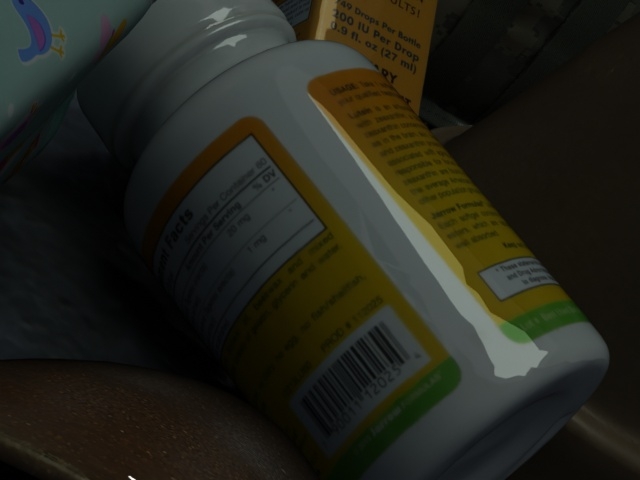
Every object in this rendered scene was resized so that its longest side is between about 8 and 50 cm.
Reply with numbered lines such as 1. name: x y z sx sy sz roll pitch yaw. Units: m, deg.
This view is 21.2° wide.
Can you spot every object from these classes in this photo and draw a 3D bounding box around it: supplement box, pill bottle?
1. supplement box: 0.015 -0.143 0.925 0.078 0.080 0.233 24 60 -29
2. pill bottle: 0.000 0.000 0.751 0.136 0.136 0.246 -9 56 -53

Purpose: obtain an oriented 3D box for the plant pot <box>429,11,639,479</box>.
1. plant pot: 0.183 -0.008 0.881 0.263 0.229 0.263 29 32 -20

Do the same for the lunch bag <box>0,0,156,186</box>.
1. lunch bag: -0.215 -0.116 0.632 0.262 0.160 0.223 42 31 -4

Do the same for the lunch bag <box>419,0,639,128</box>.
1. lunch bag: 0.176 -0.155 1.063 0.287 0.235 0.169 27 27 -22

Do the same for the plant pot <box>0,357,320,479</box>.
1. plant pot: -0.071 0.120 0.472 0.215 0.215 0.230 42 16 3
